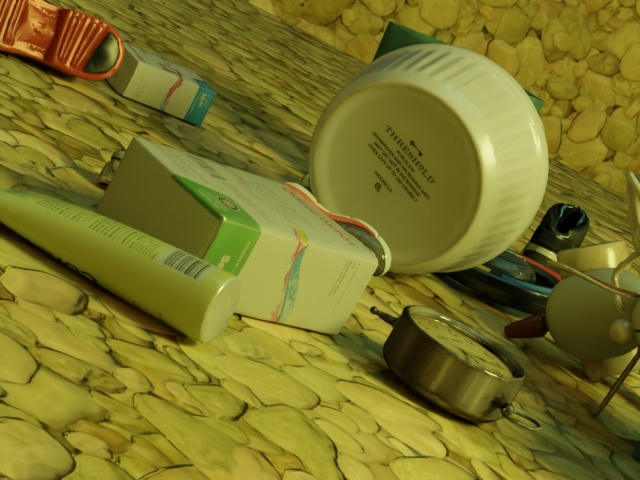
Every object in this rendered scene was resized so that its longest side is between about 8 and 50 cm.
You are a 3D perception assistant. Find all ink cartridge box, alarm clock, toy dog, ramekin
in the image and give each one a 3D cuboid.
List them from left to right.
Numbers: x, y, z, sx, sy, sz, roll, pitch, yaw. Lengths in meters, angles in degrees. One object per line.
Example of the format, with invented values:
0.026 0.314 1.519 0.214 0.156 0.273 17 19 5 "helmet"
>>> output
-0.207 -0.201 2.238 0.122 0.052 0.088 19 15 -34 "ink cartridge box"
-0.075 -0.001 1.603 0.212 0.093 0.154 13 20 -47 "ink cartridge box"
0.109 -0.084 1.993 0.273 0.273 0.127 32 25 17 "ramekin"
0.132 0.125 1.610 0.129 0.064 0.192 17 14 -45 "alarm clock"
0.293 0.082 1.906 0.334 0.161 0.220 85 -11 -71 "toy dog"

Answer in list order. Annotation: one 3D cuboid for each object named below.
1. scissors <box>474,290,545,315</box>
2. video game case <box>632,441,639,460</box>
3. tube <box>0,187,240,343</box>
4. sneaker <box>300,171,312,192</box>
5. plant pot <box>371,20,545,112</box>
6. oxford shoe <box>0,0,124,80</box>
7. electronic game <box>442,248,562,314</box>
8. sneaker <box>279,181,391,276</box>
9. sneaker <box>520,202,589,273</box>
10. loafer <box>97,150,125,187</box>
0.301 0.093 2.236 0.109 0.021 0.297 35 13 29 "scissors"
0.376 0.147 1.823 0.015 0.166 0.119 31 12 12 "video game case"
-0.180 0.007 1.435 0.240 0.062 0.070 27 -33 16 "tube"
0.044 -0.043 2.173 0.161 0.057 0.075 35 30 25 "sneaker"
0.135 -0.128 2.266 0.165 0.234 0.165 38 16 36 "plant pot"
-0.369 -0.261 2.083 0.271 0.097 0.098 28 -9 -22 "oxford shoe"
0.226 0.035 2.197 0.229 0.048 0.229 20 11 -4 "electronic game"
0.000 0.000 1.903 0.158 0.061 0.065 30 39 13 "sneaker"
0.331 0.003 2.433 0.079 0.121 0.217 30 12 5 "sneaker"
-0.161 -0.039 1.721 0.125 0.039 0.045 33 -21 10 "loafer"
